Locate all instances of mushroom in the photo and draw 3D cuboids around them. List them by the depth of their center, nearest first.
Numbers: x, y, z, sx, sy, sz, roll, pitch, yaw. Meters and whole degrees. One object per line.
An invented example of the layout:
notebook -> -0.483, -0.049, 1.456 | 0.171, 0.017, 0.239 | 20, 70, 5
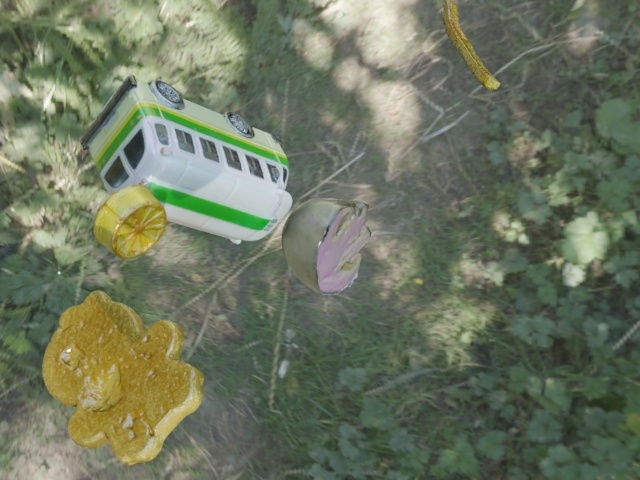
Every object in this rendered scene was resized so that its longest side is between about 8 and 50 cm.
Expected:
mushroom -> 0.000, 0.000, 1.485 | 0.117, 0.188, 0.141 | 20, 58, 17

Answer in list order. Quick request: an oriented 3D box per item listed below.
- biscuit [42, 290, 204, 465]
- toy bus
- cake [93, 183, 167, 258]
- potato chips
biscuit -> -0.251, 0.163, 1.158 | 0.184, 0.249, 0.035 | -51, 145, -12
toy bus -> -0.180, -0.106, 1.417 | 0.305, 0.179, 0.143 | 18, 124, -45
cake -> -0.216, -0.021, 1.073 | 0.084, 0.084, 0.044 | -44, 62, -13
potato chips -> 0.218, -0.285, 1.396 | 0.026, 0.037, 0.204 | 5, 45, -22
